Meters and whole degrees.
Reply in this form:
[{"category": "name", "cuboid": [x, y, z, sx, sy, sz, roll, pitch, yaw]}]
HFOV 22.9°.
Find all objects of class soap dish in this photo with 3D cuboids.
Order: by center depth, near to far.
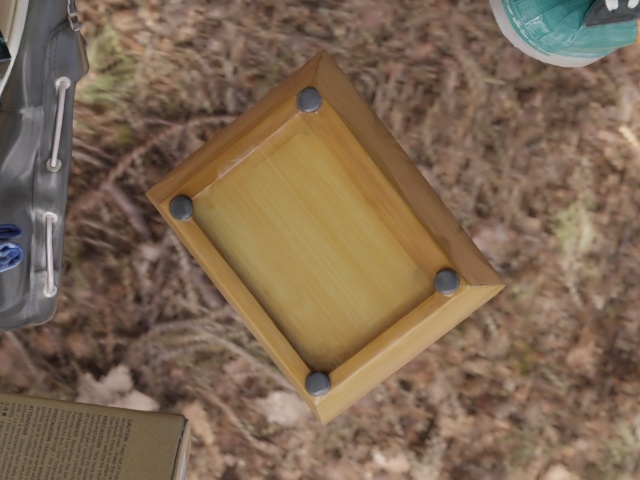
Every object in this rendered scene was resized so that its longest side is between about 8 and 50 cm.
[{"category": "soap dish", "cuboid": [0.000, 0.000, 1.508, 0.229, 0.118, 0.291, -38, 88, 9]}]

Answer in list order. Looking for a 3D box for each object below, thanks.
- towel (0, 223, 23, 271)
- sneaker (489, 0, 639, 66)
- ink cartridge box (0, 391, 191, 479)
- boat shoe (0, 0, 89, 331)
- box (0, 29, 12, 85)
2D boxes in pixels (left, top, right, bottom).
[{"category": "towel", "cuboid": [-0.356, 0.025, 0.995, 0.285, 0.209, 0.034, -9, 93, -47]}, {"category": "sneaker", "cuboid": [0.263, -0.206, 1.207, 0.302, 0.121, 0.108, -10, 79, -37]}, {"category": "ink cartridge box", "cuboid": [-0.219, 0.248, 1.264, 0.088, 0.193, 0.235, 95, 4, -58]}, {"category": "boat shoe", "cuboid": [-0.225, -0.092, 1.208, 0.095, 0.112, 0.335, 8, 100, -33]}, {"category": "box", "cuboid": [-0.202, -0.092, 0.618, 0.137, 0.027, 0.094, -17, 75, -29]}]
